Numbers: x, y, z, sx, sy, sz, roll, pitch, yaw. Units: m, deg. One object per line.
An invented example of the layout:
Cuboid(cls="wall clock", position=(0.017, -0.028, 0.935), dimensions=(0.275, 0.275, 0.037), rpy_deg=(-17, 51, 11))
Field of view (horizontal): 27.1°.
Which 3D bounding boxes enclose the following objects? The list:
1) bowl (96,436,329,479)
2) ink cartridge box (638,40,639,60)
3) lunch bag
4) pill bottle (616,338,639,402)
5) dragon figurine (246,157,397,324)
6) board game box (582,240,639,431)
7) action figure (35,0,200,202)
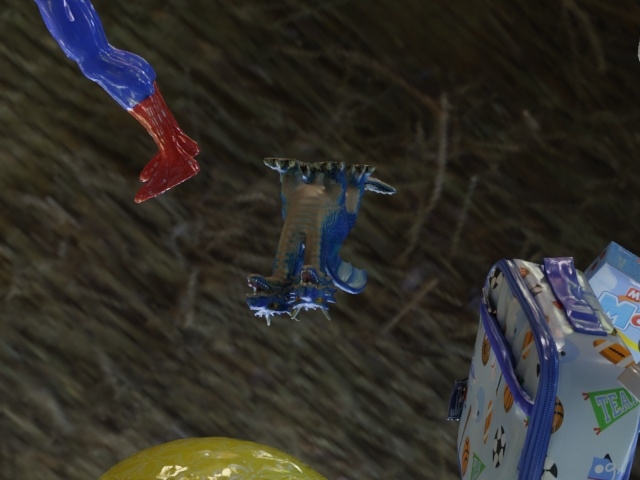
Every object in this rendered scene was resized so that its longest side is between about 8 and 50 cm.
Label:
Cuboid(cls="bowl", position=(-0.043, 0.273, 1.000), dimensions=(0.156, 0.289, 0.289), rpy_deg=(-31, -155, 47))
Cuboid(cls="ink cartridge box", position=(0.273, -0.126, 0.455), dimensions=(0.131, 0.226, 0.306), rpy_deg=(-11, -151, -29))
Cuboid(cls="lunch bag", position=(0.197, 0.148, 1.211), dimensions=(0.303, 0.115, 0.243), rpy_deg=(-98, -165, -71))
Cuboid(cls="pill bottle", position=(0.275, 0.075, 0.967), dimensions=(0.120, 0.067, 0.067), rpy_deg=(-47, -157, 5))
Cuboid(cls="dragon figurine", position=(0.000, 0.000, 1.205), dimensions=(0.085, 0.144, 0.289), rpy_deg=(5, -177, 13))
Cuboid(cls="board game box", position=(0.312, 0.111, 1.386), dimensions=(0.211, 0.160, 0.039), rpy_deg=(-58, -179, 46))
Cuboid(cls="action figure", position=(-0.202, -0.142, 0.862), dimensions=(0.139, 0.280, 0.091), rpy_deg=(-27, -163, 1))
